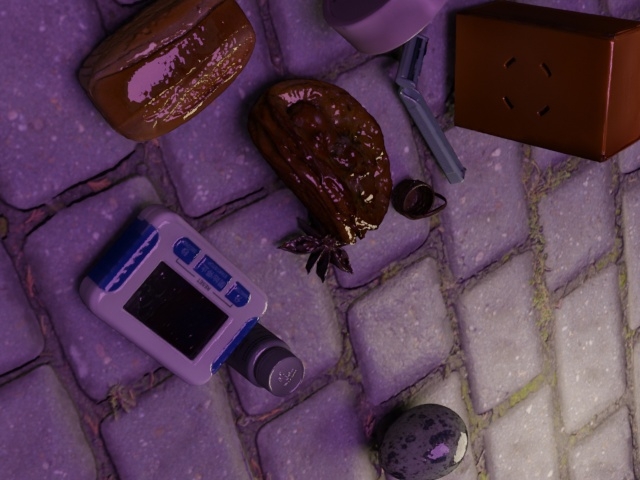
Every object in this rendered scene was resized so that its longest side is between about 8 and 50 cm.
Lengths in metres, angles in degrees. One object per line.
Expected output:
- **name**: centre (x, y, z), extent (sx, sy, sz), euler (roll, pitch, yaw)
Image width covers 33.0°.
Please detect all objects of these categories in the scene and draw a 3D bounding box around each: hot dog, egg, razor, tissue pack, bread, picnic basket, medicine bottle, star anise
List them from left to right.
- **bread**: centre (-0.189, -0.231, 1.389), extent (0.236, 0.106, 0.140), euler (-44, 128, -15)
- **medicine bottle**: centre (-0.087, 0.178, 1.633), extent (0.080, 0.130, 0.080), euler (-17, 119, -32)
- **star anise**: centre (-0.009, 0.005, 1.670), extent (0.129, 0.056, 0.124), euler (-8, 89, -31)
- **hot dog**: centre (0.009, -0.120, 1.568), extent (0.272, 0.122, 0.196), euler (52, 41, -37)
- **picnic basket**: centre (0.163, -0.062, 1.751), extent (0.072, 0.083, 0.072), euler (-16, 120, -31)
- **egg**: centre (0.182, 0.363, 1.925), extent (0.172, 0.132, 0.132), euler (-23, 123, -16)
- **razor**: centre (0.172, -0.192, 1.727), extent (0.278, 0.056, 0.111), euler (62, 34, -43)
- **tissue pack**: centre (0.357, -0.258, 1.675), extent (0.145, 0.274, 0.194), euler (-29, 127, -40)

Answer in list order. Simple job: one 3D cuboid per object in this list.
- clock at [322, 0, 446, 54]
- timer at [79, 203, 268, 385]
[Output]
- **clock**: centre (0.096, -0.355, 1.497), extent (0.068, 0.197, 0.197), euler (37, 85, -33)
- **timer**: centre (-0.206, 0.078, 1.533), extent (0.178, 0.078, 0.253), euler (-49, 130, -7)
